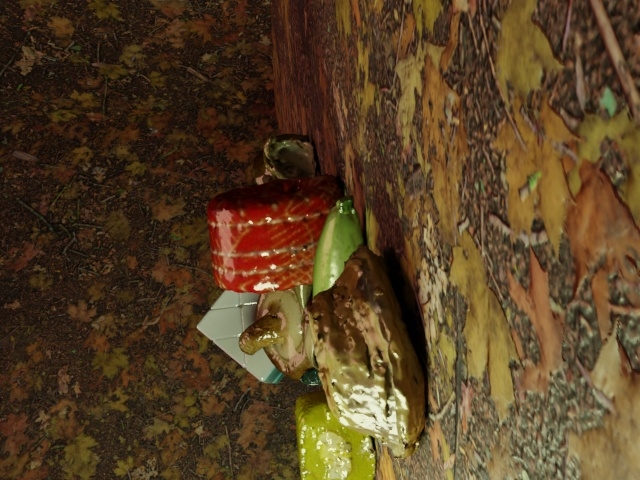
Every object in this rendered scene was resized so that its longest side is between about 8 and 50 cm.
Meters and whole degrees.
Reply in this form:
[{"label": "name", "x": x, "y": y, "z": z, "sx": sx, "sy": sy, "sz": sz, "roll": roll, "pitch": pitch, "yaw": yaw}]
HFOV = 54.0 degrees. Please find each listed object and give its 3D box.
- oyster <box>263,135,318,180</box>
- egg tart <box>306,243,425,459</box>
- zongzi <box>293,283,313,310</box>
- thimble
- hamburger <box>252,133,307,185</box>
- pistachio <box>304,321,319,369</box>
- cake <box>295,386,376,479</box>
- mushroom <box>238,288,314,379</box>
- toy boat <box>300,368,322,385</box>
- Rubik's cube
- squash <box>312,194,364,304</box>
[{"label": "oyster", "x": -0.086, "y": -0.229, "z": 2.005, "sx": 0.094, "sy": 0.166, "sz": 0.294, "roll": 70, "pitch": -174, "yaw": -51}, {"label": "egg tart", "x": 0.063, "y": 0.181, "z": 1.014, "sx": 0.352, "sy": 0.150, "sz": 0.352, "roll": 170, "pitch": 90, "yaw": -86}, {"label": "zongzi", "x": -0.088, "y": 0.029, "z": 1.917, "sx": 0.274, "sy": 0.145, "sz": 0.300, "roll": -144, "pitch": 57, "yaw": -60}, {"label": "thimble", "x": -0.100, "y": -0.023, "z": 1.527, "sx": 0.350, "sy": 0.350, "sz": 0.231, "roll": -117, "pitch": 19, "yaw": -75}, {"label": "hamburger", "x": -0.130, "y": -0.255, "z": 2.177, "sx": 0.309, "sy": 0.211, "sz": 0.132, "roll": -100, "pitch": 11, "yaw": -46}, {"label": "pistachio", "x": 0.022, "y": 0.257, "z": 1.651, "sx": 0.152, "sy": 0.126, "sz": 0.223, "roll": -45, "pitch": -40, "yaw": -49}, {"label": "cake", "x": 0.034, "y": 0.479, "z": 1.498, "sx": 0.156, "sy": 0.179, "sz": 0.261, "roll": -111, "pitch": 19, "yaw": -67}, {"label": "mushroom", "x": -0.079, "y": 0.257, "z": 1.990, "sx": 0.239, "sy": 0.345, "sz": 0.345, "roll": -25, "pitch": -69, "yaw": -64}, {"label": "toy boat", "x": 0.009, "y": 0.397, "z": 1.847, "sx": 0.060, "sy": 0.141, "sz": 0.055, "roll": 78, "pitch": -179, "yaw": -52}, {"label": "Rubik's cube", "x": -0.205, "y": 0.303, "z": 2.290, "sx": 0.318, "sy": 0.322, "sz": 0.316, "roll": 36, "pitch": 170, "yaw": 13}, {"label": "squash", "x": 0.037, "y": 0.072, "z": 1.283, "sx": 0.118, "sy": 0.118, "sz": 0.371, "roll": -106, "pitch": 12, "yaw": -60}]
